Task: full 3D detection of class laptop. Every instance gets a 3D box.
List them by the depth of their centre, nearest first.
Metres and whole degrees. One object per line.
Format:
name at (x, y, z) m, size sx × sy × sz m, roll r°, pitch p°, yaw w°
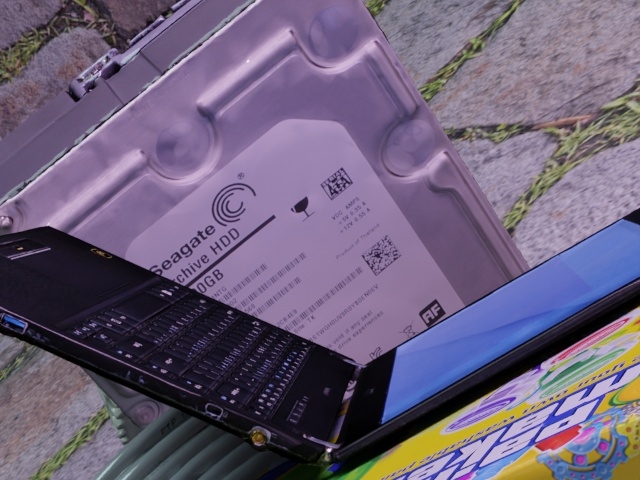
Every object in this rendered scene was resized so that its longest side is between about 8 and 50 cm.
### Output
laptop at (0.000, 0.000, 0.675) m, size 0.234 × 0.264 × 0.137 m, roll -33°, pitch -34°, yaw -85°

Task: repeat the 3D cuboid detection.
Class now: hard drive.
hard drive at (-0.017, 0.023, 0.917) m, size 0.237 × 0.339 × 0.064 m, roll -39°, pitch 36°, yaw -4°

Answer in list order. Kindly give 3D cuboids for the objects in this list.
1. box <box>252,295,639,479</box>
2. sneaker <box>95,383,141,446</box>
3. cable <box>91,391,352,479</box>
box at (0.113, 0.119, 0.576) m, size 0.290 × 0.177 × 0.279 m, roll -29°, pitch 2°, yaw 27°
sneaker at (-0.066, 0.073, 1.075) m, size 0.146 × 0.102 × 0.293 m, roll -29°, pitch -22°, yaw -1°
cable at (-0.062, 0.179, 0.818) m, size 0.257 × 0.089 × 0.257 m, roll -57°, pitch -20°, yaw 19°
